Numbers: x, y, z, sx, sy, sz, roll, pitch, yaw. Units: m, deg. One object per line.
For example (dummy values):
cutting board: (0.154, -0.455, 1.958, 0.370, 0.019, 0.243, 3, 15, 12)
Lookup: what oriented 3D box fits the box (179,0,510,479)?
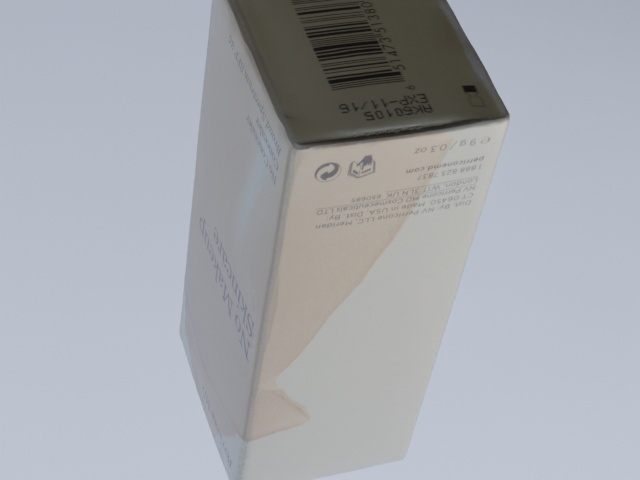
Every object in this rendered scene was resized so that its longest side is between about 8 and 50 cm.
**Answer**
box: (0.000, 0.000, 0.873, 0.121, 0.311, 0.148, -9, -131, -18)
